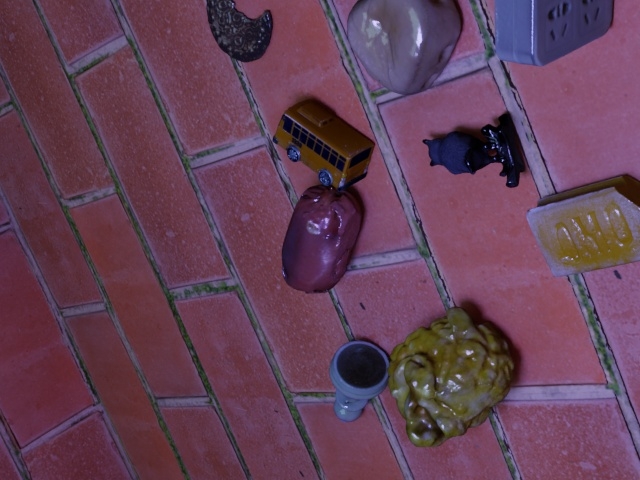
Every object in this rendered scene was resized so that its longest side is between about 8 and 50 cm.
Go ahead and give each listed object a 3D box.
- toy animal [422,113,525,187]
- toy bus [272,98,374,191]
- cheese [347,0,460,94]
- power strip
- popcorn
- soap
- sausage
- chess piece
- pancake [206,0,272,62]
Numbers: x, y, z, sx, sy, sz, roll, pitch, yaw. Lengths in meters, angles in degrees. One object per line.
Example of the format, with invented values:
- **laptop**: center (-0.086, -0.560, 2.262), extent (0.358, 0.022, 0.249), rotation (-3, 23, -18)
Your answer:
- **toy animal**: center (0.264, -0.147, 1.858), extent (0.210, 0.117, 0.121), rotation (-5, 116, 45)
- **toy bus**: center (0.004, -0.204, 2.099), extent (0.201, 0.098, 0.114), rotation (38, 135, 22)
- **cheese**: center (0.143, -0.380, 1.838), extent (0.218, 0.117, 0.235), rotation (24, 126, 36)
- **power strip**: center (0.338, -0.419, 1.525), extent (0.141, 0.229, 0.261), rotation (19, 126, 39)
- **popcorn**: center (0.262, 0.274, 2.036), extent (0.250, 0.235, 0.241), rotation (-48, 59, 36)
- **soap**: center (0.484, -0.025, 1.738), extent (0.232, 0.073, 0.140), rotation (-17, 105, 48)
- **sausage**: center (0.000, 0.000, 2.190), extent (0.152, 0.152, 0.279), rotation (38, 135, 23)
- **chess piece**: center (0.075, 0.358, 2.366), extent (0.139, 0.139, 0.271), rotation (41, 147, 21)
- **pancake**: center (-0.180, -0.474, 2.184), extent (0.190, 0.020, 0.184), rotation (53, 140, 6)
